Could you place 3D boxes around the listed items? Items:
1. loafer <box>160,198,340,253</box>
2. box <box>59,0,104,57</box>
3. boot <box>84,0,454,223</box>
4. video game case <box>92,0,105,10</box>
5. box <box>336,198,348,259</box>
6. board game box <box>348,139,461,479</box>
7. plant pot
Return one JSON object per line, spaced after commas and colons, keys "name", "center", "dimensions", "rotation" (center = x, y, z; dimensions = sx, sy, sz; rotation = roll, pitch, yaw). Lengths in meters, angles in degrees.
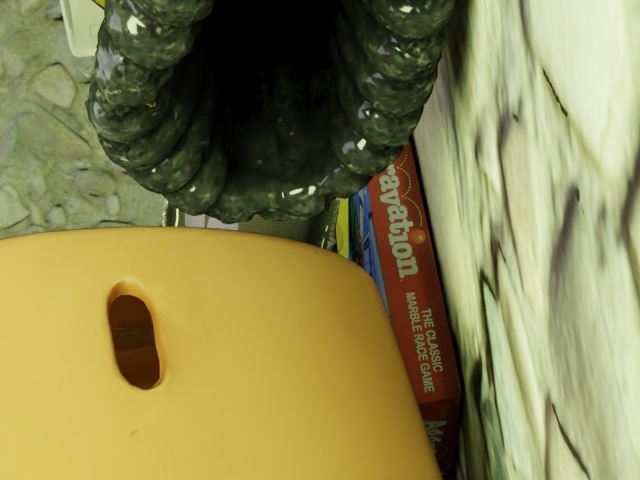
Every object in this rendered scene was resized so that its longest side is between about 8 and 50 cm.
{"name": "loafer", "center": [-0.035, -0.036, 0.834], "dimensions": [0.087, 0.094, 0.251], "rotation": [56, -141, -78]}
{"name": "box", "center": [-0.094, -0.222, 1.072], "dimensions": [0.311, 0.148, 0.121], "rotation": [-113, 14, -63]}
{"name": "boot", "center": [-0.039, -0.199, 0.555], "dimensions": [0.348, 0.131, 0.260], "rotation": [70, -166, -48]}
{"name": "video game case", "center": [-0.109, -0.239, 0.687], "dimensions": [0.248, 0.035, 0.274], "rotation": [30, -128, -77]}
{"name": "box", "center": [0.000, 0.000, 1.202], "dimensions": [0.179, 0.043, 0.105], "rotation": [83, 178, -64]}
{"name": "board game box", "center": [0.036, 0.068, 0.859], "dimensions": [0.281, 0.027, 0.145], "rotation": [88, 172, -62]}
{"name": "plant pot", "center": [-0.072, 0.119, 0.653], "dimensions": [0.291, 0.291, 0.203], "rotation": [93, 173, -73]}
